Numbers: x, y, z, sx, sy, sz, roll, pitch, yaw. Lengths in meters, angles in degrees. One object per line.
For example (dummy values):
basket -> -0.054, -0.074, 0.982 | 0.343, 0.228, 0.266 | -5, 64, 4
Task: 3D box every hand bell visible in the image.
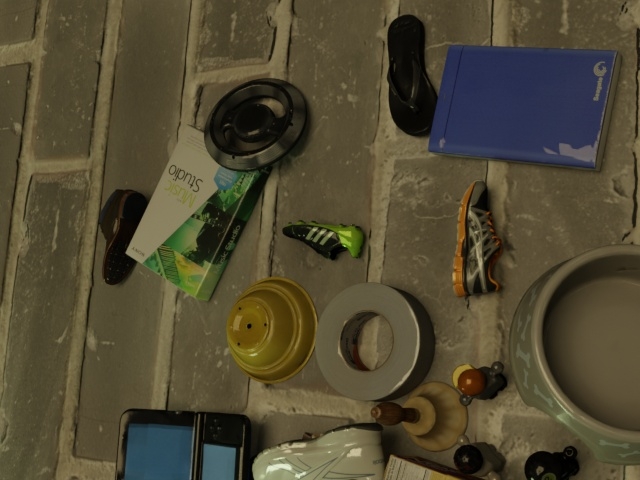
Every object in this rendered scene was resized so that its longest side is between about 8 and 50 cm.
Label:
hand bell -> 0.149, 0.300, 1.654 | 0.126, 0.242, 0.126 | -6, 78, 29

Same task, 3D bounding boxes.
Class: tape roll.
tape roll -> 0.100, 0.190, 1.805 | 0.219, 0.072, 0.219 | -6, 78, 30

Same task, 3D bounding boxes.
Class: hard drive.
hard drive -> 0.363, -0.245, 1.753 | 0.319, 0.040, 0.210 | 9, 85, 32

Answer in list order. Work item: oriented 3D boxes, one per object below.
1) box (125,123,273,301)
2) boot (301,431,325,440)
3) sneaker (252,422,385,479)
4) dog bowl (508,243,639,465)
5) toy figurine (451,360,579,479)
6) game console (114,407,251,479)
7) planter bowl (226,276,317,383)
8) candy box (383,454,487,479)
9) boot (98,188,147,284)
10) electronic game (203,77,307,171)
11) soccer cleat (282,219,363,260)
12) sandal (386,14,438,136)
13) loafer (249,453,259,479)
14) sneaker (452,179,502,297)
box -> -0.265, -0.062, 2.081 | 0.232, 0.058, 0.322 | 28, 95, 32
boot -> 0.007, 0.408, 1.835 | 0.118, 0.042, 0.087 | 0, 80, 32
sneaker -> -0.008, 0.416, 1.751 | 0.297, 0.111, 0.129 | -23, 72, 37
dog bowl -> 0.470, 0.163, 1.483 | 0.349, 0.102, 0.348 | -1, 70, 3
toy figurine -> 0.322, 0.305, 1.605 | 0.210, 0.148, 0.213 | 1, 81, 31
game console -> -0.274, 0.483, 1.900 | 0.250, 0.173, 0.293 | -10, 74, 53
planter bowl -> -0.121, 0.174, 1.929 | 0.217, 0.090, 0.217 | -7, 77, 30
candy box -> 0.216, 0.421, 1.668 | 0.187, 0.109, 0.053 | 14, 87, 33
boot -> -0.456, -0.013, 2.191 | 0.106, 0.082, 0.219 | 26, 98, 54
electronic game -> -0.137, -0.243, 2.020 | 0.229, 0.048, 0.229 | -10, 59, 16
soccer cleat -> 0.000, 0.000, 1.911 | 0.179, 0.060, 0.072 | 5, 84, 29
sandal -> 0.165, -0.320, 1.878 | 0.097, 0.054, 0.254 | -17, 72, 27
loafer -> -0.097, 0.514, 1.853 | 0.080, 0.078, 0.220 | -30, 67, 23
sneaker -> 0.287, -0.002, 1.736 | 0.083, 0.084, 0.214 | 4, 85, 18
